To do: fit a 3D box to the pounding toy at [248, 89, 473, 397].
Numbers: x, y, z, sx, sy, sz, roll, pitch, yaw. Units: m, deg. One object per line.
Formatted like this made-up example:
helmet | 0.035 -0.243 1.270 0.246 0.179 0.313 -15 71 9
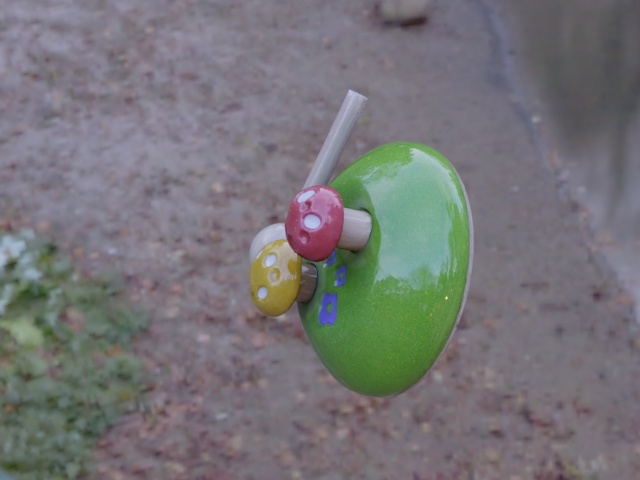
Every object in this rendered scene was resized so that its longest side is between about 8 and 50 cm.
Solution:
pounding toy | 0.000 0.000 0.962 0.110 0.183 0.237 11 22 -29
